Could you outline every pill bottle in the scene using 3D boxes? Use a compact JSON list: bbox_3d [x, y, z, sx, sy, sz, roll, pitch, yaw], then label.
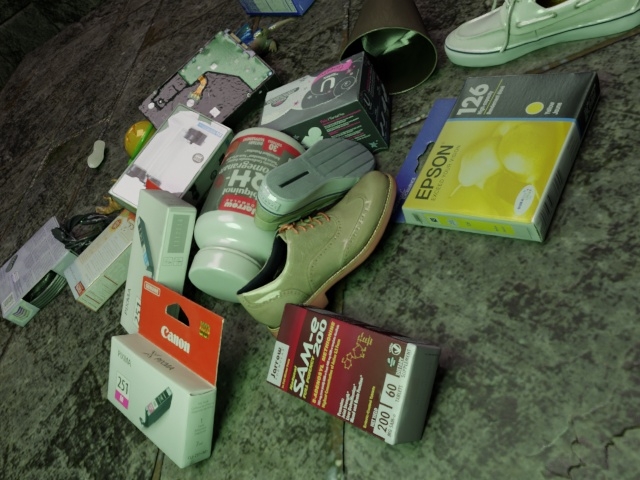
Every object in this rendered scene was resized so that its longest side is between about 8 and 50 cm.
[{"bbox_3d":[-0.137,-0.048,1.029,0.176,0.176,0.318,-7,52,32],"label":"pill bottle"}]

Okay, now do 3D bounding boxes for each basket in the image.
[{"bbox_3d":[0.147,-0.449,1.175,0.205,0.154,0.226,-6,47,14],"label":"basket"}]

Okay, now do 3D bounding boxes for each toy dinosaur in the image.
[{"bbox_3d":[-0.552,-0.118,1.498,0.212,0.064,0.112,-14,66,39],"label":"toy dinosaur"}]

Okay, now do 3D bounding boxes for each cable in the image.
[{"bbox_3d":[-0.625,-0.024,1.437,0.185,0.047,0.151,20,34,38],"label":"cable"}]

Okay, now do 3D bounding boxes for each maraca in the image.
[{"bbox_3d":[-0.535,-0.290,1.593,0.186,0.099,0.127,-27,35,55],"label":"maraca"}]

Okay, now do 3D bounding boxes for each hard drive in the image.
[{"bbox_3d":[-0.305,-0.397,1.460,0.339,0.064,0.237,-44,70,-1],"label":"hard drive"}]

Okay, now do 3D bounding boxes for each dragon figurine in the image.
[{"bbox_3d":[-0.207,-0.590,1.600,0.289,0.085,0.144,-50,43,-7],"label":"dragon figurine"}]

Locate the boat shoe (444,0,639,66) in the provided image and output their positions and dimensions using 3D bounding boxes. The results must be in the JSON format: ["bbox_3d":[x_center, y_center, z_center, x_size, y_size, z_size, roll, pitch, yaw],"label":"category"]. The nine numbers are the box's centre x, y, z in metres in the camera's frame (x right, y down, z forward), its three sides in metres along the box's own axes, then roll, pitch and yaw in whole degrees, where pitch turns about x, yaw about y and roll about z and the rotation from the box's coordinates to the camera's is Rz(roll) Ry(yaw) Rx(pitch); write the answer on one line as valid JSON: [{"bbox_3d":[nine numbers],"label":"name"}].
[{"bbox_3d":[0.388,-0.433,0.971,0.367,0.156,0.135,0,56,36],"label":"boat shoe"}]

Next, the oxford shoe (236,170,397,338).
[{"bbox_3d":[0.000,0.000,0.903,0.348,0.130,0.123,-53,24,-13],"label":"oxford shoe"}]

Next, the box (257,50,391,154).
[{"bbox_3d":[0.007,-0.258,1.122,0.247,0.142,0.163,-13,49,28],"label":"box"}]

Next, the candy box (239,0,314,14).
[{"bbox_3d":[-0.102,-0.862,1.720,0.317,0.122,0.268,25,73,45],"label":"candy box"}]

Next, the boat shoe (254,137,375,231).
[{"bbox_3d":[-0.013,-0.108,0.978,0.109,0.302,0.094,49,135,13],"label":"boat shoe"}]

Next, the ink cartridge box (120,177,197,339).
[{"bbox_3d":[-0.358,0.039,1.094,0.261,0.066,0.296,28,110,46],"label":"ink cartridge box"}]

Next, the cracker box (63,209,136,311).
[{"bbox_3d":[-0.515,0.042,1.319,0.232,0.067,0.156,-47,41,-7],"label":"cracker box"}]

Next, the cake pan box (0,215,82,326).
[{"bbox_3d":[-0.788,0.079,1.493,0.245,0.070,0.267,-49,42,-5],"label":"cake pan box"}]

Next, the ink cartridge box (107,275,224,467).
[{"bbox_3d":[-0.274,0.210,0.915,0.275,0.060,0.238,16,104,43],"label":"ink cartridge box"}]

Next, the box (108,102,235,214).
[{"bbox_3d":[-0.353,-0.175,1.308,0.169,0.087,0.290,30,74,12],"label":"box"}]

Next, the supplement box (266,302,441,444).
[{"bbox_3d":[0.039,0.179,0.758,0.240,0.073,0.130,11,86,43],"label":"supplement box"}]

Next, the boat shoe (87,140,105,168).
[{"bbox_3d":[-0.745,-0.279,1.780,0.046,0.038,0.125,3,52,-13],"label":"boat shoe"}]

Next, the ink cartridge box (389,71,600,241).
[{"bbox_3d":[0.265,-0.153,0.900,0.307,0.072,0.303,12,65,39],"label":"ink cartridge box"}]
